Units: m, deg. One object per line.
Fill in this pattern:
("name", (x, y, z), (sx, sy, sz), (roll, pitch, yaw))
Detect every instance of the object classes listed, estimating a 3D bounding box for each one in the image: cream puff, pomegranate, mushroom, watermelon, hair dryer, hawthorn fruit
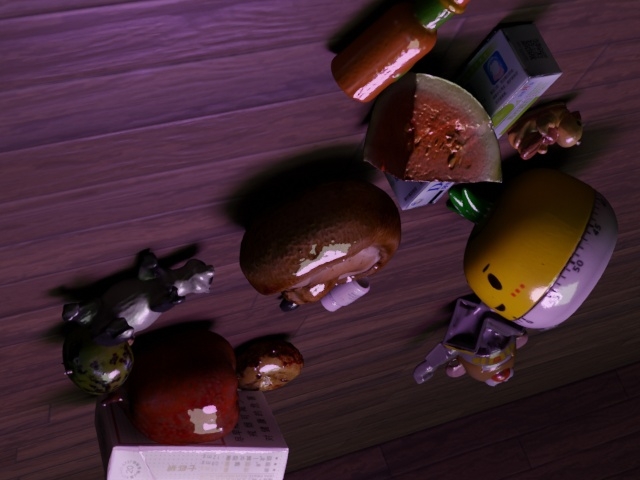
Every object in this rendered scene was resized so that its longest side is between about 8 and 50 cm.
("cream puff", (-0.110, 0.244, 2.233), (0.149, 0.084, 0.149), (-16, 156, -7))
("pomegranate", (-0.344, 0.175, 1.797), (0.161, 0.122, 0.122), (-44, 178, -40))
("mushroom", (0.000, 0.000, 1.616), (0.253, 0.153, 0.253), (-23, 169, -5))
("watermelon", (0.137, -0.148, 1.425), (0.192, 0.145, 0.137), (8, -163, 21))
("hair dryer", (-0.033, 0.102, 2.045), (0.079, 0.031, 0.083), (-35, 172, 9))
("hawthorn fruit", (-0.263, 0.261, 1.962), (0.248, 0.208, 0.208), (0, 153, -22))

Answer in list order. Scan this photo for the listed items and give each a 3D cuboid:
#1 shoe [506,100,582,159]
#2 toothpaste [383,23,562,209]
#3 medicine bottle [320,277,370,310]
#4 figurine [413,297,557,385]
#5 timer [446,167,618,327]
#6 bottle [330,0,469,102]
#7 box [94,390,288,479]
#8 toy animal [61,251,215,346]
("shoe", (0.334, -0.160, 1.672), (0.109, 0.069, 0.072), (-8, 157, -19))
("toothpaste", (0.193, -0.159, 1.514), (0.067, 0.081, 0.336), (-13, 159, -32))
("medicine bottle", (0.044, 0.090, 2.038), (0.089, 0.052, 0.052), (-35, 156, 33))
("figurine", (0.380, 0.230, 2.564), (0.342, 0.167, 0.285), (-2, 153, 4))
("timer", (0.323, -0.013, 1.857), (0.285, 0.285, 0.285), (-19, 160, -7))
("bottle", (0.095, -0.230, 1.250), (0.069, 0.069, 0.187), (1, 150, -47))
("box", (-0.248, 0.368, 2.108), (0.330, 0.210, 0.095), (5, 112, -21))
("toy animal", (-0.261, 0.086, 1.665), (0.225, 0.094, 0.121), (-32, 169, 2))
